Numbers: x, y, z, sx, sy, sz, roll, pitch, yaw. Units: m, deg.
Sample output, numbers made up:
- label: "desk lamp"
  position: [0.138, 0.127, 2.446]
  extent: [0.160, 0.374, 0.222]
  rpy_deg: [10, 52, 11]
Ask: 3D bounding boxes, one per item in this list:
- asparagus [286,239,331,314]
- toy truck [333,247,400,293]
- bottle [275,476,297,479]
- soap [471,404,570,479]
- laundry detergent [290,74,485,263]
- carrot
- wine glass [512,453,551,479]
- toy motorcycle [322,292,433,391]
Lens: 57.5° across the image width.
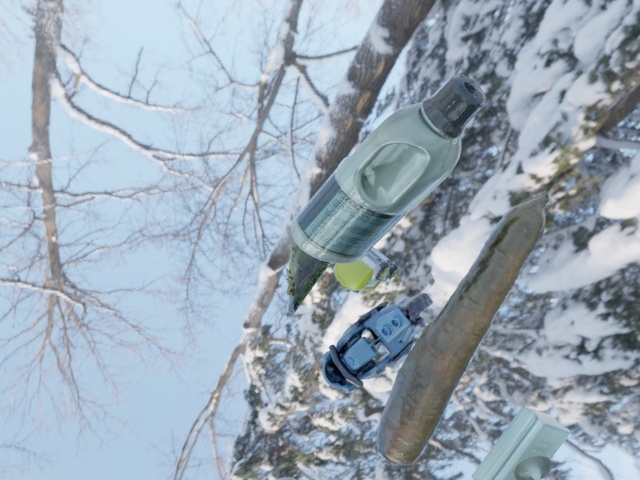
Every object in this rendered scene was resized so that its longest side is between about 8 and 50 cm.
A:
- label: "asparagus"
  position: [0.000, 0.000, 1.462]
  extent: [0.128, 0.108, 0.381]
  rpy_deg: [44, -103, -37]
- label: "toy truck"
  position: [0.063, 0.044, 0.845]
  extent: [0.076, 0.077, 0.111]
  rpy_deg: [39, -171, 21]
- label: "bottle"
  position: [-0.019, 0.484, 0.857]
  extent: [0.148, 0.147, 0.236]
  rpy_deg: [-21, -135, -38]
- label: "soap"
  position: [0.571, 0.611, 1.662]
  extent: [0.160, 0.265, 0.087]
  rpy_deg: [26, -169, -35]
- label: "laundry detergent"
  position: [0.066, -0.063, 0.550]
  extent: [0.099, 0.225, 0.070]
  rpy_deg: [12, -130, -31]
- label: "carrot"
  position: [0.148, 0.097, 0.635]
  extent: [0.070, 0.342, 0.070]
  rpy_deg: [24, -166, -6]
- label: "wine glass"
  position: [0.408, 0.469, 1.008]
  extent: [0.079, 0.079, 0.195]
  rpy_deg: [19, -157, -15]
- label: "toy motorcycle"
  position: [0.144, 0.291, 1.602]
  extent: [0.232, 0.416, 0.172]
  rpy_deg: [-26, -106, -44]
